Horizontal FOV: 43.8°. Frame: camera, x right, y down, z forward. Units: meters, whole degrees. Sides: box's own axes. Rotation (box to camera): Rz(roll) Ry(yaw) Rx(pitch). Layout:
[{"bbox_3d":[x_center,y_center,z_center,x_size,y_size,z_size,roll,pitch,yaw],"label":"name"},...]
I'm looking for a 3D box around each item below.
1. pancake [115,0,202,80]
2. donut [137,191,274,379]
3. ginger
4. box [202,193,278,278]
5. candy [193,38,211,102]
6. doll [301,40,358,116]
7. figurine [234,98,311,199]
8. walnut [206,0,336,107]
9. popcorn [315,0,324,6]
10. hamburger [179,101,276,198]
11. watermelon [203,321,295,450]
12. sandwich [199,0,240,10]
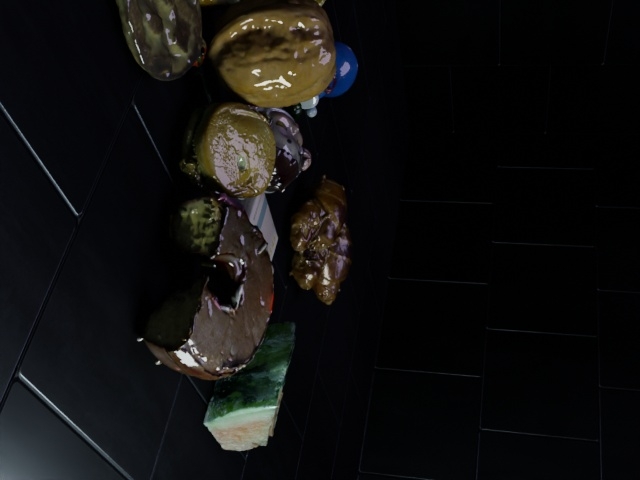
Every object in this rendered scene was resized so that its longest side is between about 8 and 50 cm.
[{"bbox_3d":[-0.274,-0.420,1.355,0.294,0.049,0.294,0,90,-73],"label":"pancake"},{"bbox_3d":[-0.198,0.098,1.495,0.259,0.136,0.345,44,50,-54],"label":"donut"},{"bbox_3d":[0.003,0.008,2.326,0.274,0.152,0.357,-62,150,-59],"label":"ginger"},{"bbox_3d":[-0.179,0.055,1.785,0.200,0.065,0.343,76,22,-48],"label":"box"},{"bbox_3d":[-0.235,-0.329,1.565,0.055,0.049,0.184,-48,160,-18],"label":"candy"},{"bbox_3d":[-0.002,-0.471,2.273,0.257,0.161,0.215,-39,146,-50],"label":"doll"},{"bbox_3d":[-0.122,-0.256,1.785,0.281,0.167,0.370,45,38,-47],"label":"figurine"},{"bbox_3d":[-0.097,-0.376,1.572,0.257,0.257,0.224,54,25,-68],"label":"walnut"},{"bbox_3d":[-0.087,-0.565,1.738,0.169,0.218,0.189,-52,126,-14],"label":"popcorn"},{"bbox_3d":[-0.190,-0.175,1.554,0.215,0.122,0.189,-11,100,-50],"label":"hamburger"},{"bbox_3d":[-0.161,0.342,1.805,0.264,0.151,0.302,-76,180,-48],"label":"watermelon"},{"bbox_3d":[-0.211,-0.562,1.551,0.186,0.065,0.214,-41,133,-70],"label":"sandwich"}]
